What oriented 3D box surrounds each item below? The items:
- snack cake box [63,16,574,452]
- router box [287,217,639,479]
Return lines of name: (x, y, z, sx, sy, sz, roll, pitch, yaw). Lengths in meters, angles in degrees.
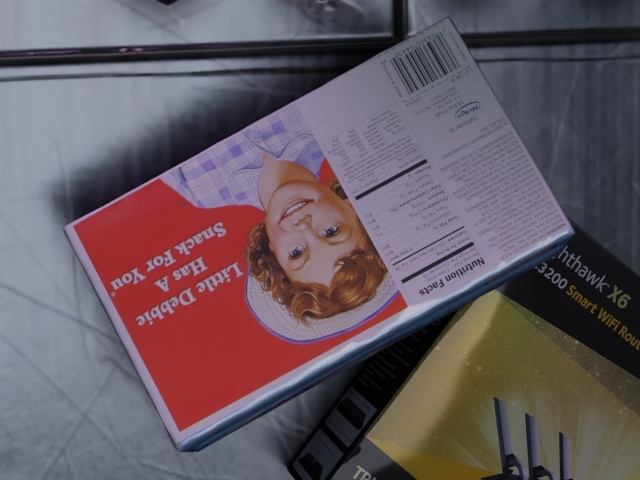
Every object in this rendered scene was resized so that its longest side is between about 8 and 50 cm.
snack cake box: (0.000, 0.000, 1.039, 0.264, 0.089, 0.152, -28, 81, -1)
router box: (0.173, 0.150, 1.154, 0.309, 0.081, 0.243, 37, 89, -17)
